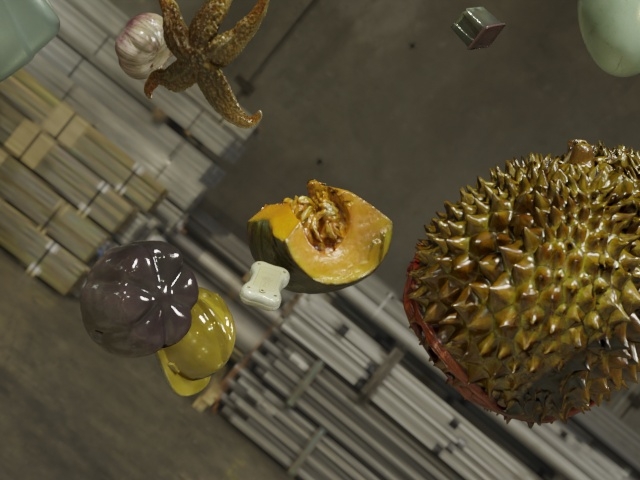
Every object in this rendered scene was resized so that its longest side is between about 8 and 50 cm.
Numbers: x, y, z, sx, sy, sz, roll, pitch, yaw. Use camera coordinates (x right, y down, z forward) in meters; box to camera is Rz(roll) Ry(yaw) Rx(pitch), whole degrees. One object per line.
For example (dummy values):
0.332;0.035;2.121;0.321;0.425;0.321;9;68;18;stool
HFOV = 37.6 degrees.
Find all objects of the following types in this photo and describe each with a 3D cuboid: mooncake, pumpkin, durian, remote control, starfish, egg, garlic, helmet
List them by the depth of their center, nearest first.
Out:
0.278;0.056;1.164;0.347;0.384;0.348;4;30;-2;durian
-0.098;0.081;1.663;0.074;0.032;0.122;18;30;2;remote control
0.576;-0.433;1.765;0.182;0.264;0.183;6;-15;2;egg
-0.223;-0.359;1.818;0.094;0.375;0.327;-36;107;-51;starfish
-0.363;0.118;1.915;0.133;0.245;0.245;-2;-28;37;mooncake
-0.377;-0.414;1.999;0.102;0.147;0.159;28;19;11;garlic
-0.257;0.211;2.083;0.205;0.140;0.257;-12;90;-57;helmet
0.000;0.000;2.224;0.256;0.303;0.225;61;-19;-18;pumpkin

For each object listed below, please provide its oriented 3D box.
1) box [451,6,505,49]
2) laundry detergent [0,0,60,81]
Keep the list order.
0.296;-0.403;1.779;0.063;0.060;0.084;50;39;14;box
-0.494;-0.207;0.943;0.264;0.397;0.125;57;-2;-32;laundry detergent
